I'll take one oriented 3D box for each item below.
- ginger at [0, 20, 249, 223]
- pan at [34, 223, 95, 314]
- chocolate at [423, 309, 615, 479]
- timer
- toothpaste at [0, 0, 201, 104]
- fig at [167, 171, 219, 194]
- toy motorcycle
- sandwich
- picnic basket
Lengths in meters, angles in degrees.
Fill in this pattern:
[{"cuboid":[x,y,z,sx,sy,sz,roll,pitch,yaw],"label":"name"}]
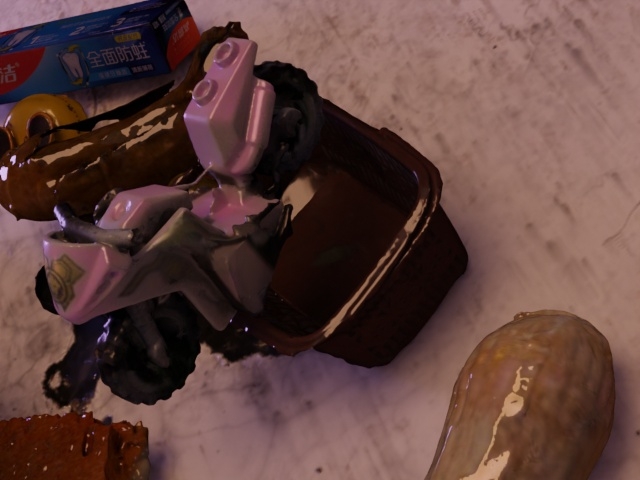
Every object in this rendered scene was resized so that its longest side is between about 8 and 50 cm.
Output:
[{"cuboid":[-0.193,-0.098,1.898,0.309,0.107,0.133,-24,46,4],"label":"ginger"},{"cuboid":[-0.233,0.001,1.924,0.115,0.040,0.212,-16,39,20],"label":"pan"},{"cuboid":[0.142,0.189,1.454,0.134,0.134,0.309,9,64,40],"label":"chocolate"},{"cuboid":[-0.292,-0.109,2.023,0.107,0.109,0.107,0,90,32],"label":"timer"},{"cuboid":[-0.286,-0.207,2.074,0.320,0.066,0.076,-7,28,33],"label":"toothpaste"},{"cuboid":[-0.123,-0.023,1.840,0.074,0.074,0.088,32,111,45],"label":"fig"},{"cuboid":[-0.120,-0.027,1.578,0.143,0.188,0.327,16,75,49],"label":"toy motorcycle"},{"cuboid":[-0.255,0.259,1.708,0.212,0.109,0.292,-19,50,25],"label":"sandwich"},{"cuboid":[0.000,0.000,1.692,0.222,0.129,0.297,-52,44,-4],"label":"picnic basket"}]
